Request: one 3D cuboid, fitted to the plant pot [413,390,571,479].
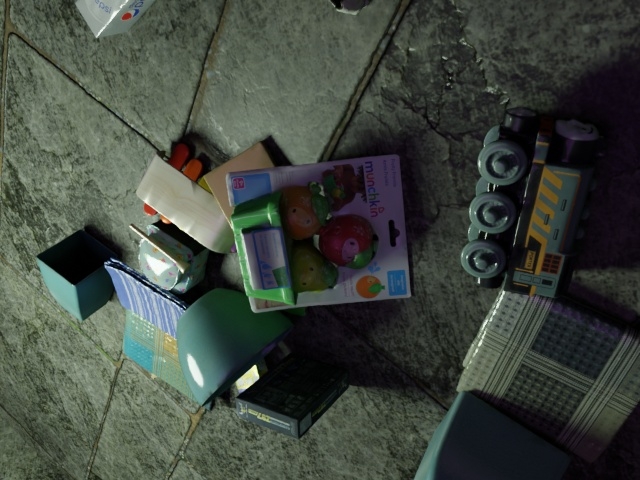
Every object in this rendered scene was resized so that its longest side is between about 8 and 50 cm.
[{"bbox_3d":[0.316,0.520,1.220,0.247,0.252,0.248,30,143,17],"label":"plant pot"}]

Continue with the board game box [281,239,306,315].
[{"bbox_3d":[-0.093,0.057,1.427,0.124,0.039,0.259,11,117,31],"label":"board game box"}]

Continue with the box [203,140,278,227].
[{"bbox_3d":[-0.148,-0.098,1.333,0.164,0.021,0.201,-29,90,16],"label":"box"}]

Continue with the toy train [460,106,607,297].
[{"bbox_3d":[0.352,-0.055,0.999,0.190,0.142,0.334,11,119,16],"label":"toy train"}]

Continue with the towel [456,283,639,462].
[{"bbox_3d":[0.452,0.249,1.154,0.312,0.056,0.324,26,125,17],"label":"towel"}]

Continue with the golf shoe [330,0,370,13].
[{"bbox_3d":[0.014,-0.472,1.028,0.176,0.086,0.069,53,133,1],"label":"golf shoe"}]

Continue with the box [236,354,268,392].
[{"bbox_3d":[-0.203,0.320,1.621,0.105,0.043,0.179,-22,81,40],"label":"box"}]

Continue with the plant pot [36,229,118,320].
[{"bbox_3d":[-0.743,0.127,1.840,0.166,0.165,0.234,32,136,17],"label":"plant pot"}]

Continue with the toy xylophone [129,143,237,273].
[{"bbox_3d":[-0.330,-0.072,1.442,0.323,0.081,0.236,43,106,9],"label":"toy xylophone"}]

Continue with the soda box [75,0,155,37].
[{"bbox_3d":[-0.405,-0.552,1.267,0.286,0.098,0.091,-23,100,41],"label":"soda box"}]

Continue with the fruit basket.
[{"bbox_3d":[0.000,0.000,1.224,0.353,0.165,0.327,-3,114,11],"label":"fruit basket"}]

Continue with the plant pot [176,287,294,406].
[{"bbox_3d":[-0.235,0.231,1.441,0.195,0.290,0.290,48,132,8],"label":"plant pot"}]

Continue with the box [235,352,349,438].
[{"bbox_3d":[-0.064,0.371,1.448,0.183,0.233,0.059,10,114,30],"label":"box"}]

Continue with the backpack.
[{"bbox_3d":[-0.386,0.050,1.559,0.166,0.144,0.188,28,136,15],"label":"backpack"}]

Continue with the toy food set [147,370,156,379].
[{"bbox_3d":[-0.543,0.400,1.938,0.078,0.019,0.122,47,131,4],"label":"toy food set"}]

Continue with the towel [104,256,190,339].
[{"bbox_3d":[-0.457,0.197,1.662,0.336,0.040,0.243,29,145,18],"label":"towel"}]

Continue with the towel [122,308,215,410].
[{"bbox_3d":[-0.454,0.330,1.812,0.370,0.040,0.271,26,121,19],"label":"towel"}]
